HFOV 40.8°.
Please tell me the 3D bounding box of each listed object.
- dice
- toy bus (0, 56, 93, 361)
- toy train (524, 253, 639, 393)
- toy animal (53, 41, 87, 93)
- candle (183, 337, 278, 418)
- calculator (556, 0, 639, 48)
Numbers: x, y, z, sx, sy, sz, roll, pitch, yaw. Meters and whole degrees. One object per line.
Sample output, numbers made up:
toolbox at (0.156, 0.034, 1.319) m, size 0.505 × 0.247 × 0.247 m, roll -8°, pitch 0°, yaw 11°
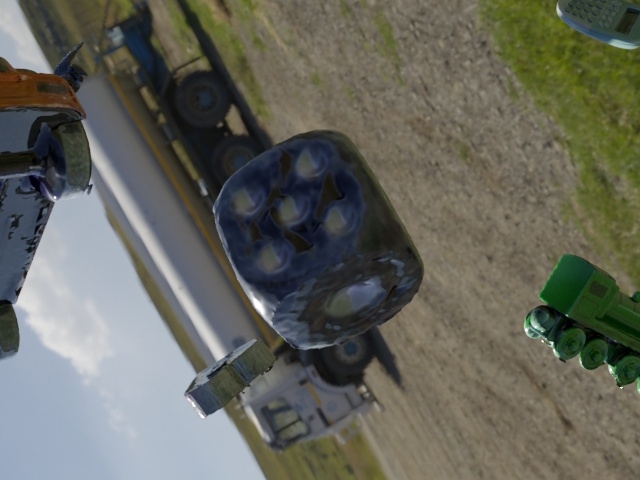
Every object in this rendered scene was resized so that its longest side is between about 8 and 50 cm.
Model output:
dice at (0.000, 0.000, 0.970) m, size 0.183 × 0.181 × 0.182 m, roll 64°, pitch -174°, yaw 30°
toy bus at (-0.275, -0.016, 0.587) m, size 0.153 × 0.143 × 0.329 m, roll 59°, pitch 139°, yaw 19°
toy train at (0.358, 0.109, 1.057) m, size 0.251 × 0.119 × 0.085 m, roll 24°, pitch -171°, yaw -32°
toy animal at (-0.455, -0.273, 1.532) m, size 0.108 × 0.062 × 0.220 m, roll 127°, pitch 153°, yaw -44°
candle at (-0.182, 0.266, 1.643) m, size 0.068 × 0.192 × 0.168 m, roll 56°, pitch 144°, yaw -2°
calculator at (0.389, -0.293, 1.146) m, size 0.153 × 0.095 × 0.021 m, roll 26°, pitch 142°, yaw 14°
